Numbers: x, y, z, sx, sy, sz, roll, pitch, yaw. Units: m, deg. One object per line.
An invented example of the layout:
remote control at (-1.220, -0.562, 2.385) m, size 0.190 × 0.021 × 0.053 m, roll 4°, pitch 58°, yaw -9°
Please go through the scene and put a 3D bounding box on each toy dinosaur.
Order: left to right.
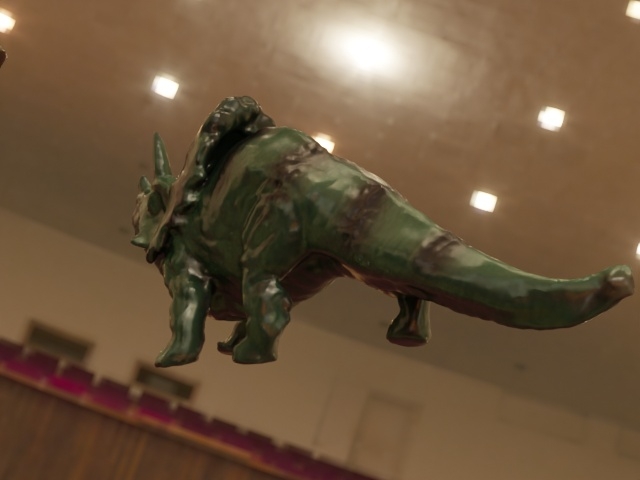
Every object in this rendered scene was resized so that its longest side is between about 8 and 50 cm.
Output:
toy dinosaur at (-0.005, 0.017, 0.753) m, size 0.079 × 0.120 × 0.292 m, roll 9°, pitch 13°, yaw -39°

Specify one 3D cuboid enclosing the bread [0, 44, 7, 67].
bread at (-0.179, -0.104, 0.547) m, size 0.135 × 0.178 × 0.240 m, roll -3°, pitch -9°, yaw -16°
